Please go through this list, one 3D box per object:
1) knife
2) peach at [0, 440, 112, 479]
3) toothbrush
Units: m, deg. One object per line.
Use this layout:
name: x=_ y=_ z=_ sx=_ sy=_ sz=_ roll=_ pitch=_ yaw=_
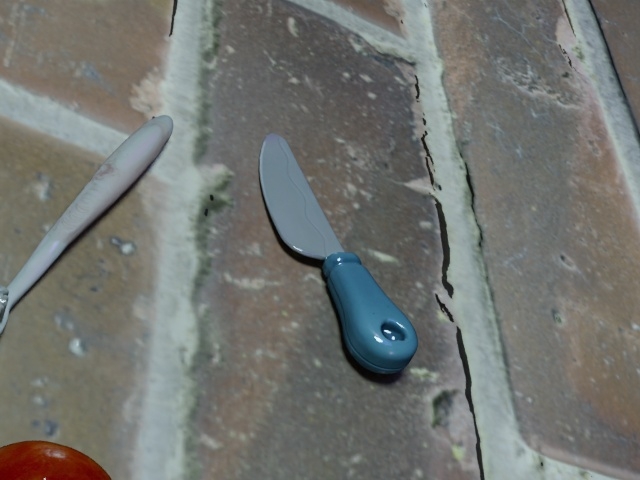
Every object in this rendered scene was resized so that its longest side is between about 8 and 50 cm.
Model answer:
knife: x=-0.002 y=0.001 z=0.912 sx=0.058 sy=0.032 sz=0.244 roll=-6 pitch=48 yaw=-33
peach: x=-0.140 y=0.138 z=0.612 sx=0.098 sy=0.061 sz=0.098 roll=28 pitch=37 yaw=-23
toothbrush: x=-0.157 y=-0.016 z=0.797 sx=0.025 sy=0.030 sz=0.307 roll=28 pitch=36 yaw=1
